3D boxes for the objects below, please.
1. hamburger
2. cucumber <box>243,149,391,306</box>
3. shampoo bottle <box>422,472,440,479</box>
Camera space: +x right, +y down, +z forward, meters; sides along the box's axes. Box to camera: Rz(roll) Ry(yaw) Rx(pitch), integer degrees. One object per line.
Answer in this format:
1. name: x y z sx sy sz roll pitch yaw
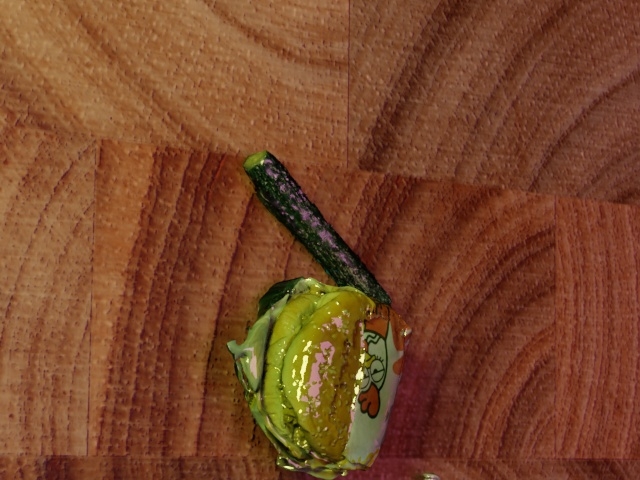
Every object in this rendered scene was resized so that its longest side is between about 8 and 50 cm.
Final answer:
1. hamburger: -0.005 0.143 1.979 0.235 0.125 0.214 43 51 -42
2. cucumber: 0.001 0.000 2.052 0.256 0.043 0.044 49 65 -24
3. shampoo bottle: 0.109 0.340 2.098 0.077 0.045 0.152 24 73 -31
